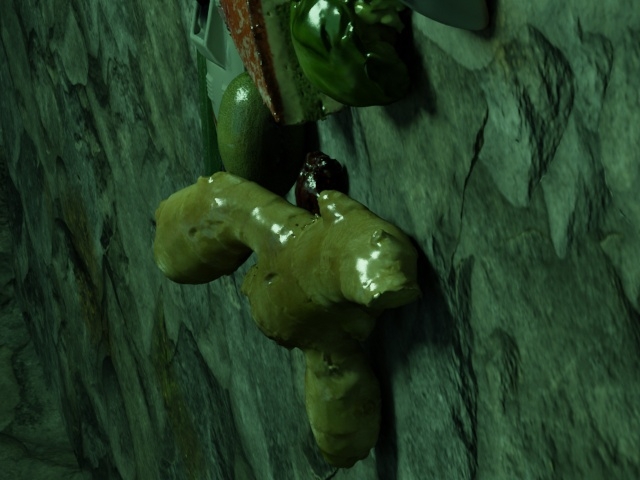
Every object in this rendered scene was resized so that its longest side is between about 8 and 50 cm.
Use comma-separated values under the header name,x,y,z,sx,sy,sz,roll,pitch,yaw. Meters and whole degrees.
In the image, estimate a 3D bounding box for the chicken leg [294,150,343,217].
name,x,y,z,sx,sy,sz,roll,pitch,yaw
chicken leg,-0.002,-0.005,1.958,0.089,0.048,0.219,-118,25,-51

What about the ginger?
name,x,y,z,sx,sy,sz,roll,pitch,yaw
ginger,-0.023,0.024,1.875,0.363,0.122,0.348,56,144,22

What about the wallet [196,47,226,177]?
name,x,y,z,sx,sy,sz,roll,pitch,yaw
wallet,-0.123,-0.164,2.238,0.160,0.055,0.236,-172,78,-74

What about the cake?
name,x,y,z,sx,sy,sz,roll,pitch,yaw
cake,-0.041,-0.234,1.887,0.220,0.086,0.116,-116,21,-43

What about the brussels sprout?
name,x,y,z,sx,sy,sz,roll,pitch,yaw
brussels sprout,0.024,-0.189,1.711,0.181,0.100,0.139,17,133,51

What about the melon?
name,x,y,z,sx,sy,sz,roll,pitch,yaw
melon,-0.066,-0.114,2.008,0.099,0.099,0.162,-127,30,-54

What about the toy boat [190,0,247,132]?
name,x,y,z,sx,sy,sz,roll,pitch,yaw
toy boat,-0.100,-0.197,2.083,0.129,0.088,0.295,-143,46,-59

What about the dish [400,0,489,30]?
name,x,y,z,sx,sy,sz,roll,pitch,yaw
dish,0.078,-0.289,1.506,0.151,0.077,0.212,-133,36,-59
